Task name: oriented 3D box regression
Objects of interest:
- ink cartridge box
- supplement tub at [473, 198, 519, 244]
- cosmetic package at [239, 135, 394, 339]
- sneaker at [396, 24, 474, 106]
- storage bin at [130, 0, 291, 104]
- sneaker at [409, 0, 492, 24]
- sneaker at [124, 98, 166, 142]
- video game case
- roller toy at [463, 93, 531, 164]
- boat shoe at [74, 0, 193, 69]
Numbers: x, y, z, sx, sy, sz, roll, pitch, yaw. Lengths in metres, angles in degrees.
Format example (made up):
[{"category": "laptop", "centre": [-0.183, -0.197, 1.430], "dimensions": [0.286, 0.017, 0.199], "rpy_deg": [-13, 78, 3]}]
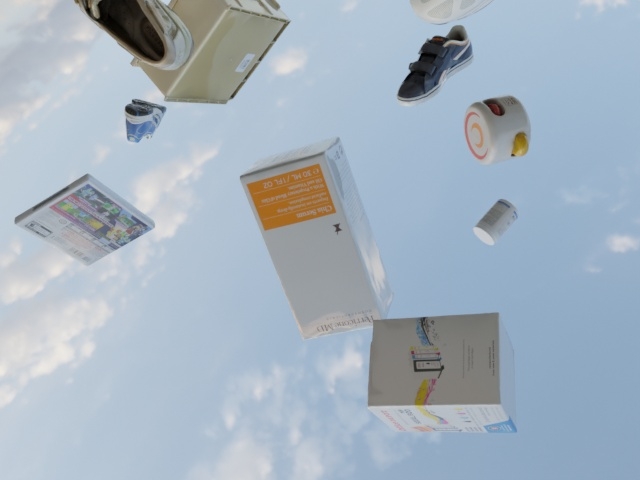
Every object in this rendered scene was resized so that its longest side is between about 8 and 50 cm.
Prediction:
[{"category": "ink cartridge box", "centre": [0.221, 0.244, 1.230], "dimensions": [0.232, 0.171, 0.168], "rpy_deg": [-6, -122, 23]}, {"category": "supplement tub", "centre": [0.452, -0.048, 1.751], "dimensions": [0.107, 0.071, 0.071], "rpy_deg": [-45, -144, -11]}, {"category": "cosmetic package", "centre": [0.000, 0.000, 1.683], "dimensions": [0.230, 0.453, 0.161], "rpy_deg": [-14, -161, 20]}, {"category": "sneaker", "centre": [0.333, -0.530, 2.042], "dimensions": [0.126, 0.127, 0.321], "rpy_deg": [23, -124, 41]}, {"category": "storage bin", "centre": [-0.231, -0.439, 1.503], "dimensions": [0.123, 0.260, 0.262], "rpy_deg": [50, -62, 13]}, {"category": "sneaker", "centre": [0.188, -0.419, 0.898], "dimensions": [0.257, 0.169, 0.447], "rpy_deg": [-41, 177, -30]}, {"category": "sneaker", "centre": [-0.427, -0.290, 1.637], "dimensions": [0.211, 0.080, 0.081], "rpy_deg": [-75, 178, -72]}, {"category": "video game case", "centre": [-0.465, -0.036, 1.360], "dimensions": [0.183, 0.201, 0.023], "rpy_deg": [-28, -126, 13]}, {"category": "roller toy", "centre": [0.526, -0.328, 2.008], "dimensions": [0.146, 0.191, 0.209], "rpy_deg": [-15, -177, -11]}, {"category": "boat shoe", "centre": [-0.369, -0.436, 1.186], "dimensions": [0.122, 0.341, 0.110], "rpy_deg": [-47, -177, 20]}]
